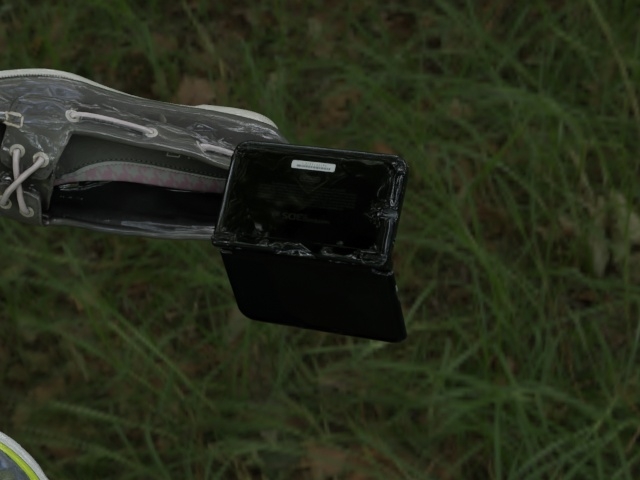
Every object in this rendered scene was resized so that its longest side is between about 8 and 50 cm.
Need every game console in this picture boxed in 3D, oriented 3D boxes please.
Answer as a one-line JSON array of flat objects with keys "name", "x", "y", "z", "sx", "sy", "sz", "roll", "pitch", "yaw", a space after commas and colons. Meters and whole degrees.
[{"name": "game console", "x": 0.000, "y": 0.000, "z": 0.854, "sx": 0.122, "sy": 0.071, "sz": 0.107, "roll": 7, "pitch": 77, "yaw": 24}]

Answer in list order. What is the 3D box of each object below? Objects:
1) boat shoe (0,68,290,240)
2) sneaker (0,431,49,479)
[{"name": "boat shoe", "x": -0.163, "y": -0.057, "z": 1.023, "sx": 0.335, "sy": 0.112, "sz": 0.095, "roll": 2, "pitch": 39, "yaw": -28}, {"name": "sneaker", "x": -0.266, "y": 0.250, "z": 1.094, "sx": 0.300, "sy": 0.111, "sz": 0.121, "roll": 30, "pitch": 17, "yaw": 19}]
